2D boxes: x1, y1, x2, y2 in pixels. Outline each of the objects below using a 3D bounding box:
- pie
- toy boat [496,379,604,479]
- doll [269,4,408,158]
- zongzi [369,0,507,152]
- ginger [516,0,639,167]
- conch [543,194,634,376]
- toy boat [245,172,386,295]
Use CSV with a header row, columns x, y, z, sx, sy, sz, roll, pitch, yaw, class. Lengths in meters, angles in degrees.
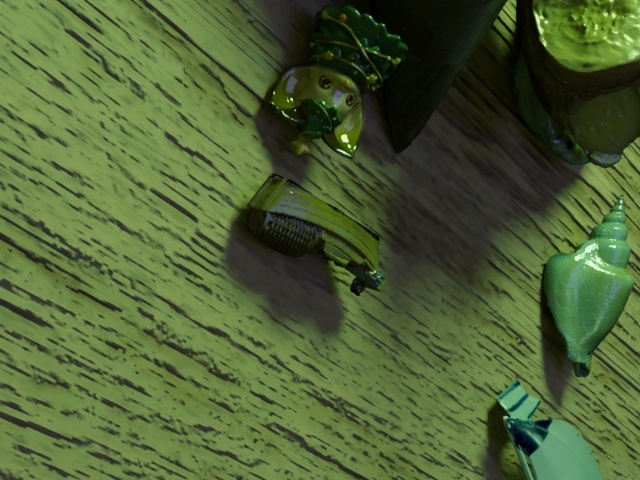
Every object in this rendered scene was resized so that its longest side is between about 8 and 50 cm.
x,y,z,sx,sy,sz,roll,pitch,yaw,class
0.236,-0.164,1.345,0.187,0.041,0.187,-2,92,-49,pie
0.218,0.279,1.325,0.291,0.070,0.210,48,51,-37,toy boat
0.006,-0.116,1.062,0.078,0.076,0.113,32,95,-20,doll
0.035,-0.265,1.049,0.323,0.160,0.360,21,107,-28,zongzi
0.227,-0.169,1.210,0.270,0.123,0.219,70,14,-69,ginger
0.260,0.039,1.364,0.088,0.065,0.180,26,77,-50,conch
0.000,0.000,1.054,0.149,0.047,0.049,32,80,-44,toy boat
